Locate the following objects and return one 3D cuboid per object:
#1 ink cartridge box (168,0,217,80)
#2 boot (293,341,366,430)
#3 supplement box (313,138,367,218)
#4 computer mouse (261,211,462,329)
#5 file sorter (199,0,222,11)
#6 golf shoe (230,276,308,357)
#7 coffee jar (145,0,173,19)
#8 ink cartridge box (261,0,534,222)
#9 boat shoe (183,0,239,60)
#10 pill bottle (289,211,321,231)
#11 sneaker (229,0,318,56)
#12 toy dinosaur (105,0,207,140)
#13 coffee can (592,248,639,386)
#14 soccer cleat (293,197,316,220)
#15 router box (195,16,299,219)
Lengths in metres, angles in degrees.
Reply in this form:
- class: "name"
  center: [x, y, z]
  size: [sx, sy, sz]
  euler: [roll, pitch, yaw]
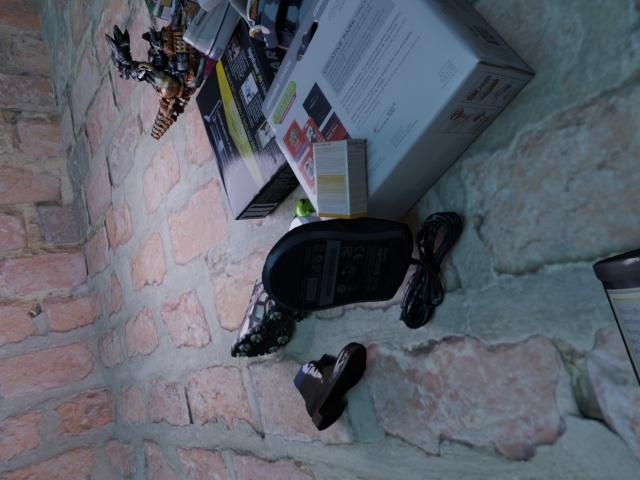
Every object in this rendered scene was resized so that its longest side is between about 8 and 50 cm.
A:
- class: "ink cartridge box"
  center: [-0.270, -0.554, 1.090]
  size: [0.186, 0.065, 0.311]
  euler: [52, 130, 31]
- class: "boot"
  center: [0.007, 0.237, 0.860]
  size: [0.106, 0.082, 0.219]
  euler: [45, 130, 34]
- class: "supplement box"
  center: [0.026, -0.079, 0.618]
  size: [0.062, 0.036, 0.099]
  euler: [8, 105, 46]
- class: "computer mouse"
  center: [0.047, 0.033, 0.655]
  size: [0.072, 0.271, 0.189]
  euler: [-125, 42, -57]
- class: "file sorter"
  center: [-0.181, -0.552, 0.728]
  size: [0.192, 0.173, 0.278]
  euler: [-22, 70, 27]
- class: "golf shoe"
  center: [-0.106, 0.147, 0.988]
  size: [0.273, 0.105, 0.120]
  euler: [-51, 42, 34]
- class: "coffee jar"
  center: [-0.371, -0.647, 1.181]
  size: [0.184, 0.079, 0.096]
  euler: [-40, 65, 45]
- class: "ink cartridge box"
  center: [0.074, -0.204, 0.669]
  size: [0.309, 0.130, 0.272]
  euler: [-51, 59, 41]
- class: "boat shoe"
  center: [-0.195, -0.476, 0.919]
  size: [0.096, 0.088, 0.268]
  euler: [-9, 63, 61]
- class: "pill bottle"
  center: [0.023, -0.010, 0.757]
  size: [0.078, 0.137, 0.078]
  euler: [11, 104, 49]
- class: "sneaker"
  center: [-0.038, -0.367, 0.789]
  size: [0.321, 0.127, 0.126]
  euler: [37, 121, 39]
- class: "toy dinosaur"
  center: [-0.349, -0.380, 1.069]
  size: [0.218, 0.164, 0.322]
  euler: [37, 104, 18]
- class: "coffee can"
  center: [0.346, 0.120, 0.335]
  size: [0.201, 0.201, 0.276]
  euler: [-26, 76, 49]
- class: "soccer cleat"
  center: [0.000, 0.000, 0.857]
  size: [0.179, 0.060, 0.072]
  euler: [61, 146, 33]
- class: "router box"
  center: [-0.132, -0.232, 0.954]
  size: [0.243, 0.080, 0.309]
  euler: [-37, 67, 46]
